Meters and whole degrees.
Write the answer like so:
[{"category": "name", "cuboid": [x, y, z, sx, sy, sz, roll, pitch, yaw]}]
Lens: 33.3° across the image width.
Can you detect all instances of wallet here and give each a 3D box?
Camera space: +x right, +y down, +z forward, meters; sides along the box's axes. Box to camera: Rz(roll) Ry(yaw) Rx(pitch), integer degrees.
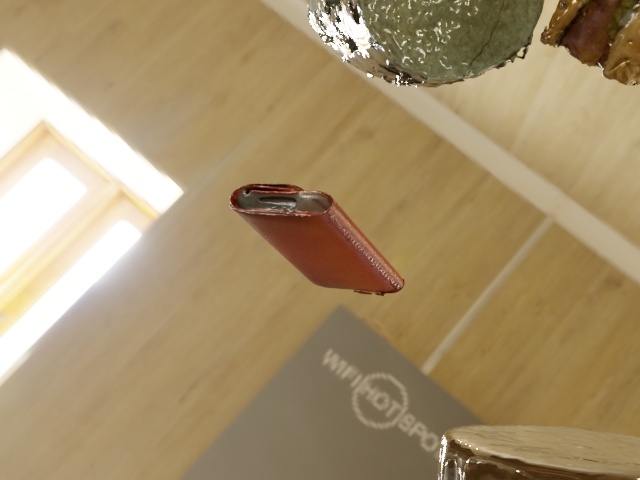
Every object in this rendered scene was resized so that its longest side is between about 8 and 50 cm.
[{"category": "wallet", "cuboid": [0.000, 0.000, 1.274, 0.142, 0.045, 0.204, 5, -25, 33]}]

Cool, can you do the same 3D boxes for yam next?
[{"category": "yam", "cuboid": [0.113, -0.293, 1.257, 0.241, 0.241, 0.348, 48, 4, -15]}]

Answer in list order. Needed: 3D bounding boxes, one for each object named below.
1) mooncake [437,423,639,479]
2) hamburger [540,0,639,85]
[{"category": "mooncake", "cuboid": [0.239, 0.264, 0.970, 0.290, 0.161, 0.290, 8, -1, 0]}, {"category": "hamburger", "cuboid": [0.317, -0.230, 1.062, 0.124, 0.131, 0.262, 32, 25, 12]}]
